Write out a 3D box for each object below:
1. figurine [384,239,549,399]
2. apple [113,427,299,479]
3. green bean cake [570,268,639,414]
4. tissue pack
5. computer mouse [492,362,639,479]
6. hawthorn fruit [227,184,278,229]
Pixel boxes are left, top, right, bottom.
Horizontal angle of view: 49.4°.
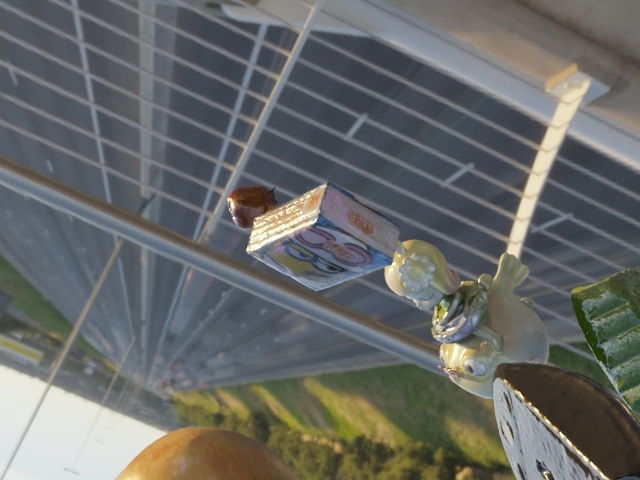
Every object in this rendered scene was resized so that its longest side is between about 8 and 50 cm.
[{"bbox_3d":[0.276,0.114,1.327,0.394,0.274,0.227,39,165,-14],"label":"figurine"},{"bbox_3d":[-0.186,0.500,1.116,0.391,0.391,0.346,39,-169,-43],"label":"apple"},{"bbox_3d":[0.558,0.169,1.223,0.125,0.248,0.222,-42,159,30],"label":"green bean cake"},{"bbox_3d":[0.000,0.000,0.820,0.116,0.065,0.155,29,151,-26],"label":"tissue pack"},{"bbox_3d":[0.266,0.218,0.683,0.269,0.100,0.170,-127,19,-71],"label":"computer mouse"},{"bbox_3d":[-0.121,-0.065,1.277,0.093,0.081,0.081,-21,164,-8],"label":"hawthorn fruit"}]
